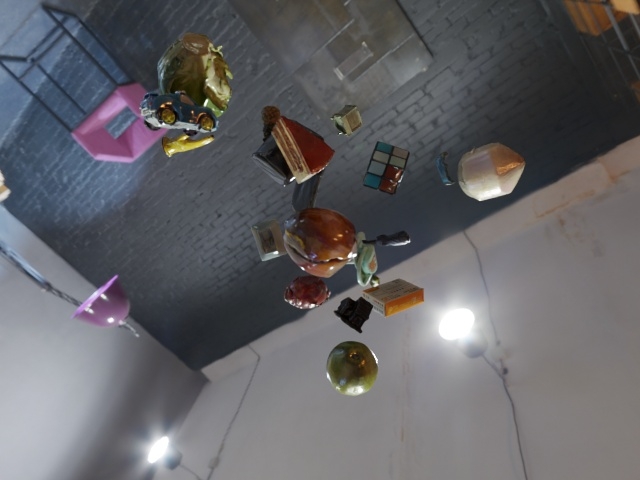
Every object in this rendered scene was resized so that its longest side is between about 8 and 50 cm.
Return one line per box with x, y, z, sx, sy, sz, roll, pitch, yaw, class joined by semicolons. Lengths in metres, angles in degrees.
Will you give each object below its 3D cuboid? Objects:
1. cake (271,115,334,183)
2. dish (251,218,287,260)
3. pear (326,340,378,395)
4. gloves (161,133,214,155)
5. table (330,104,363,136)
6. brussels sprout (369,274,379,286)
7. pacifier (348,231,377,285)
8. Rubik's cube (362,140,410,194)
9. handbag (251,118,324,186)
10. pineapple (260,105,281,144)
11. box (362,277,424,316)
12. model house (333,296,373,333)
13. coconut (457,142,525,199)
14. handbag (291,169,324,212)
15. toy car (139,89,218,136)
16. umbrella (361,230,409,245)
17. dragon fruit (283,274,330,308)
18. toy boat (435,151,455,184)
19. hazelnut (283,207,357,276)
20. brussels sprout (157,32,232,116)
-0.102;-0.350;1.691;0.158;0.262;0.159;-29;-146;60;cake
-0.331;-0.001;2.654;0.182;0.243;0.080;-17;-173;6;dish
0.125;0.505;1.661;0.212;0.213;0.269;-55;165;-36;pear
-0.762;-0.579;2.450;0.295;0.116;0.133;-10;-160;4;gloves
0.091;-0.419;1.464;0.083;0.079;0.062;-43;-143;-20;table
0.267;0.199;2.049;0.083;0.051;0.046;87;9;-67;brussels sprout
0.193;0.118;2.466;0.270;0.343;0.288;-1;-138;21;pacifier
0.328;-0.361;2.094;0.183;0.180;0.167;102;9;-46;Rubik's cube
-0.167;-0.453;2.018;0.301;0.275;0.178;-48;174;-13;handbag
-0.300;-0.679;2.517;0.128;0.128;0.247;-18;-112;51;pineapple
0.394;0.308;2.283;0.274;0.091;0.221;-16;-161;-28;box
0.168;0.343;2.043;0.152;0.165;0.106;-55;175;-2;model house
0.663;-0.272;1.619;0.234;0.224;0.224;-30;-159;42;coconut
-0.073;-0.294;2.338;0.191;0.075;0.331;44;-55;43;handbag
-0.570;-0.525;1.716;0.315;0.165;0.198;0;-173;-39;toy car
0.330;0.000;2.118;0.249;0.070;0.070;-11;-149;27;umbrella
-0.079;0.334;2.734;0.250;0.316;0.250;-169;-90;-79;dragon fruit
0.715;-0.407;2.372;0.077;0.185;0.075;-22;-179;28;toy boat
0.000;0.000;1.942;0.373;0.372;0.315;-28;-151;37;hazelnut
-0.566;-0.711;1.854;0.371;0.315;0.275;97;-3;-53;brussels sprout
